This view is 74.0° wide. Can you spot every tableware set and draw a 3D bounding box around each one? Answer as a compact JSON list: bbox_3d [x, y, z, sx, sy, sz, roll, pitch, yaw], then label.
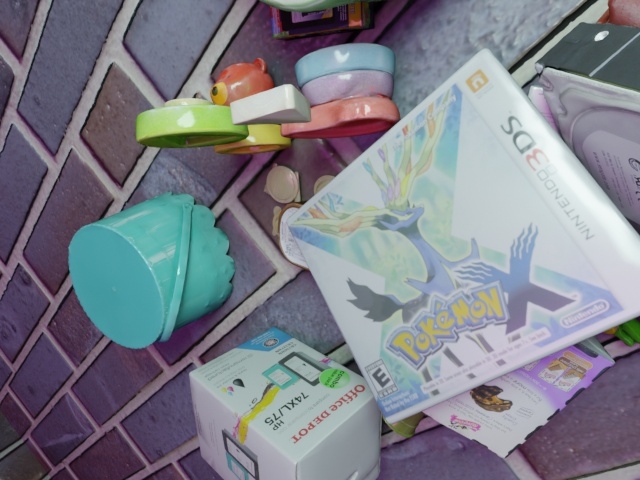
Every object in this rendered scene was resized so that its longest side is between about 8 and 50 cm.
[{"bbox_3d":[-0.026,-0.049,0.714,0.168,0.020,0.141,18,116,23],"label":"tableware set"}]

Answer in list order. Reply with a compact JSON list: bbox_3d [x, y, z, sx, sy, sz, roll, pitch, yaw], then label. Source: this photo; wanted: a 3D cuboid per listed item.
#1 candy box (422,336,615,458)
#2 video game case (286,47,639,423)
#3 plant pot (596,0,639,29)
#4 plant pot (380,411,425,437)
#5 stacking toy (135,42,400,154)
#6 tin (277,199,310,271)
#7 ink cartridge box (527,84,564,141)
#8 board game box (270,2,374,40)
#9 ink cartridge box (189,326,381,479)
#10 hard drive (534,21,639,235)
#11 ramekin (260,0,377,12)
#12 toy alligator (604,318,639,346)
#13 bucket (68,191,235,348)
[{"bbox_3d":[0.224,0.163,0.546,0.164,0.070,0.196,30,115,-4],"label":"candy box"},{"bbox_3d":[0.134,0.009,0.487,0.329,0.036,0.300,-38,69,29],"label":"video game case"},{"bbox_3d":[0.389,-0.180,0.308,0.265,0.272,0.273,42,123,17],"label":"plant pot"},{"bbox_3d":[0.152,0.270,0.712,0.083,0.083,0.079,42,111,8],"label":"plant pot"},{"bbox_3d":[-0.069,-0.196,0.538,0.308,0.279,0.131,-2,97,30],"label":"stacking toy"},{"bbox_3d":[0.000,0.000,0.648,0.189,0.040,0.106,17,114,44],"label":"tin"},{"bbox_3d":[0.254,-0.113,0.495,0.052,0.088,0.123,17,116,20],"label":"ink cartridge box"},{"bbox_3d":[-0.002,-0.366,0.563,0.140,0.048,0.171,6,112,25],"label":"board game box"},{"bbox_3d":[-0.058,0.317,0.725,0.269,0.198,0.198,18,118,40],"label":"ink cartridge box"},{"bbox_3d":[0.326,-0.026,0.310,0.064,0.339,0.237,-42,126,9],"label":"hard drive"},{"bbox_3d":[-0.002,-0.369,0.380,0.303,0.148,0.304,31,142,27],"label":"ramekin"},{"bbox_3d":[0.370,0.095,0.539,0.190,0.056,0.051,51,166,-1],"label":"toy alligator"},{"bbox_3d":[-0.323,0.059,0.819,0.280,0.183,0.282,10,113,25],"label":"bucket"}]
